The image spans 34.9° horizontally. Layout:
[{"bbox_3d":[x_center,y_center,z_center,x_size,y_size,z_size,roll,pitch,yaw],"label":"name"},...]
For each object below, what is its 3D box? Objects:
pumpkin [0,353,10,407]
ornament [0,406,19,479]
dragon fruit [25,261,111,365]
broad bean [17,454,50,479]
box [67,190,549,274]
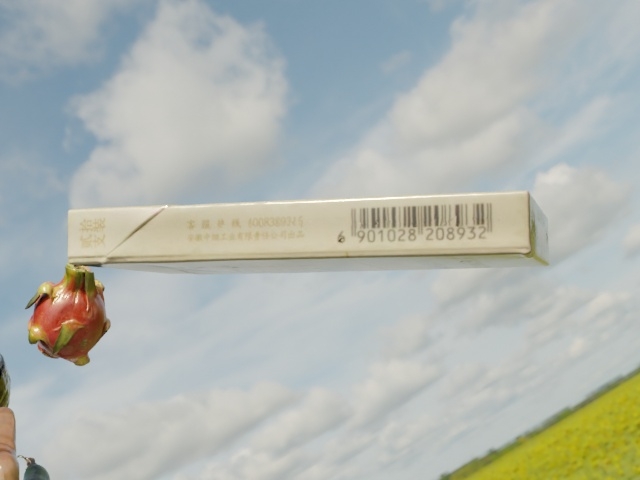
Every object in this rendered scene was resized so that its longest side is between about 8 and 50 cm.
[{"bbox_3d":[-0.433,0.121,1.093,0.248,0.248,0.248,-29,-16,-9],"label":"pumpkin"},{"bbox_3d":[-0.316,0.234,0.672,0.217,0.221,0.235,1,-35,-21],"label":"ornament"},{"bbox_3d":[-0.264,0.075,1.076,0.086,0.081,0.116,14,-70,-39],"label":"dragon fruit"},{"bbox_3d":[-0.371,0.317,1.216,0.069,0.039,0.227,4,12,3],"label":"broad bean"},{"bbox_3d":[0.000,-0.001,0.850,0.365,0.051,0.204,-2,-4,16],"label":"box"}]
